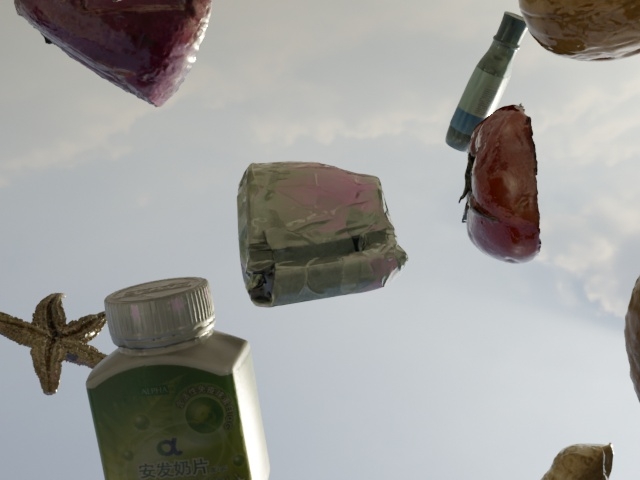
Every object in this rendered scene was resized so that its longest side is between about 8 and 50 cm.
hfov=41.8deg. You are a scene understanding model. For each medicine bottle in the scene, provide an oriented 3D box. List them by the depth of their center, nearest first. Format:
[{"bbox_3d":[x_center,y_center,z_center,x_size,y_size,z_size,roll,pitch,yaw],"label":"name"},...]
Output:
[{"bbox_3d":[-0.123,0.132,0.712,0.132,0.188,0.088,-7,-170,9],"label":"medicine bottle"},{"bbox_3d":[0.248,-0.234,1.245,0.054,0.208,0.090,28,-153,13],"label":"medicine bottle"}]

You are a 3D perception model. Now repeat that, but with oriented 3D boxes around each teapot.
[{"bbox_3d":[-0.001,-0.014,0.926,0.178,0.163,0.221,-5,177,0],"label":"teapot"}]

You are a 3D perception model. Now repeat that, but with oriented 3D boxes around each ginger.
[{"bbox_3d":[0.269,0.304,0.951,0.190,0.095,0.069,-45,-136,-4],"label":"ginger"}]

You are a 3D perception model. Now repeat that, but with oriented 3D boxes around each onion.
[{"bbox_3d":[-0.252,-0.300,0.965,0.250,0.247,0.111,32,-154,5],"label":"onion"}]

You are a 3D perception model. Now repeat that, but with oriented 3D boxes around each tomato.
[{"bbox_3d":[0.236,-0.072,1.132,0.101,0.227,0.228,-1,-156,9],"label":"tomato"}]

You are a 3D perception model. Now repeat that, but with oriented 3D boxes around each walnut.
[{"bbox_3d":[0.331,-0.288,0.973,0.197,0.165,0.165,-8,-160,33],"label":"walnut"}]

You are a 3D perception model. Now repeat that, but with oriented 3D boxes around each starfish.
[{"bbox_3d":[-0.373,0.134,1.172,0.241,0.043,0.227,24,-162,-5],"label":"starfish"}]

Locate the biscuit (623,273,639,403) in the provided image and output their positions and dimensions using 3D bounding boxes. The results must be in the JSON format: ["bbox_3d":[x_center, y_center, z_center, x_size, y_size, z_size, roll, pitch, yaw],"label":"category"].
[{"bbox_3d":[0.339,0.086,0.649,0.091,0.274,0.213,-28,-134,-36],"label":"biscuit"}]
